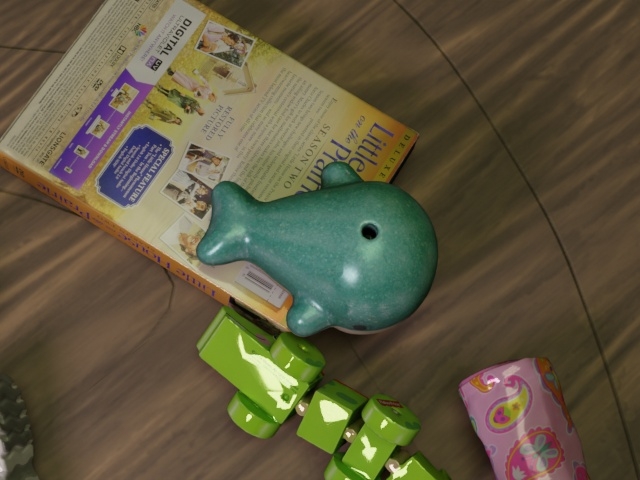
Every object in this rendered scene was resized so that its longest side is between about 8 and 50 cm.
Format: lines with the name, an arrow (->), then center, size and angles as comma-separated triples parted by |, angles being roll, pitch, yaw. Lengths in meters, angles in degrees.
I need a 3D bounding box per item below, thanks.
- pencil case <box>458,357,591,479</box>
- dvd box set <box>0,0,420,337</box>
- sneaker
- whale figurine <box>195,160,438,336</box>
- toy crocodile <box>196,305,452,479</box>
pencil case -> 0.253, 0.275, 1.782 | 0.124, 0.124, 0.284 | -16, 75, -11
dvd box set -> -0.134, -0.111, 1.892 | 0.420, 0.062, 0.308 | 31, 71, 4
sneaker -> -0.370, 0.294, 1.729 | 0.115, 0.105, 0.281 | -17, 74, 19
whale figurine -> 0.000, 0.000, 1.761 | 0.272, 0.141, 0.216 | 15, 71, 0
toy crocodile -> 0.007, 0.196, 1.788 | 0.340, 0.105, 0.115 | 34, 107, 10
